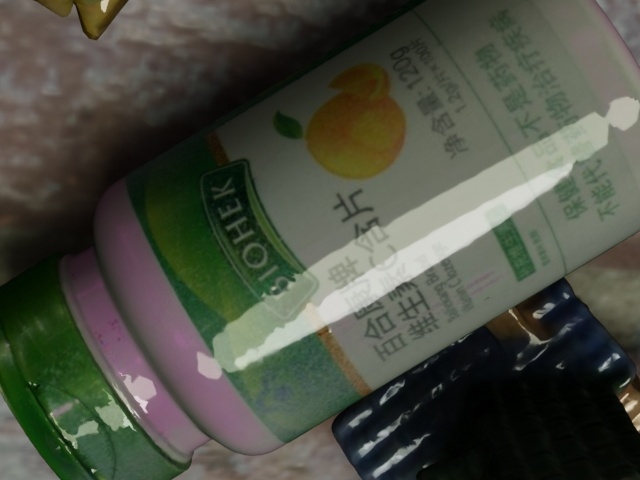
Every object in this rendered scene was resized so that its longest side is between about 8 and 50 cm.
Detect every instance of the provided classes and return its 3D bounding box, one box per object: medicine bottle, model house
[{"bbox_3d":[0.000,0.000,0.535,0.274,0.133,0.133,-32,125,3],"label":"medicine bottle"},{"bbox_3d":[0.098,0.117,0.606,0.166,0.183,0.172,-36,109,6],"label":"model house"}]

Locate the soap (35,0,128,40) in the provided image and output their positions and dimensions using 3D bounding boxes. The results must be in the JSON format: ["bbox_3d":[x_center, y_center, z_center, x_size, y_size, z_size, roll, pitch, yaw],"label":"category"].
[{"bbox_3d":[-0.080,-0.273,0.330,0.293,0.156,0.335,32,106,-29],"label":"soap"}]
